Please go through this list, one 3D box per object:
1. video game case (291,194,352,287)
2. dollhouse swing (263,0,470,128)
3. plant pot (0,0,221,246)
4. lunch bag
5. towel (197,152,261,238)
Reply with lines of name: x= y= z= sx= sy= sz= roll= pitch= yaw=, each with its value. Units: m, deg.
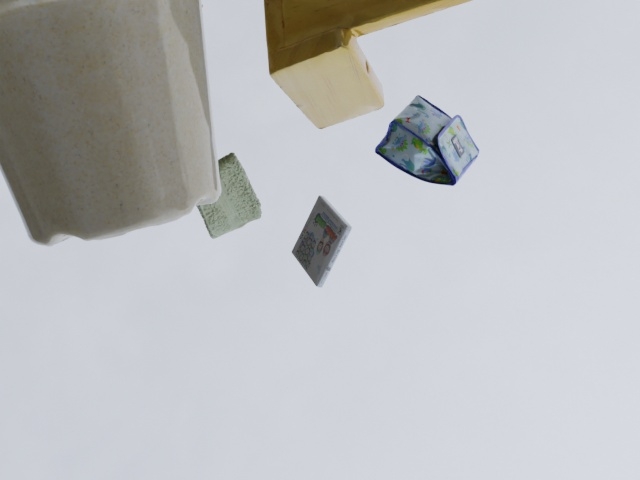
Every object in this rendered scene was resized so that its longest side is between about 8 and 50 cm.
video game case: x=0.000 y=0.000 z=1.857 sx=0.143 sy=0.019 sz=0.157 roll=-63 pitch=-149 yaw=16
dollhouse swing: x=0.089 y=-0.373 z=1.170 sx=0.305 sy=0.315 sz=0.346 roll=-8 pitch=-103 yaw=15
plant pot: x=-0.251 y=-0.167 z=0.993 sx=0.334 sy=0.334 sz=0.305 roll=4 pitch=-70 yaw=51
lunch bag: x=0.191 y=-0.164 z=1.544 sx=0.129 sy=0.151 sz=0.096 roll=-47 pitch=171 yaw=-49
towel: x=-0.167 y=-0.076 z=1.567 sx=0.110 sy=0.148 sz=0.027 roll=-29 pitch=-140 yaw=-9
